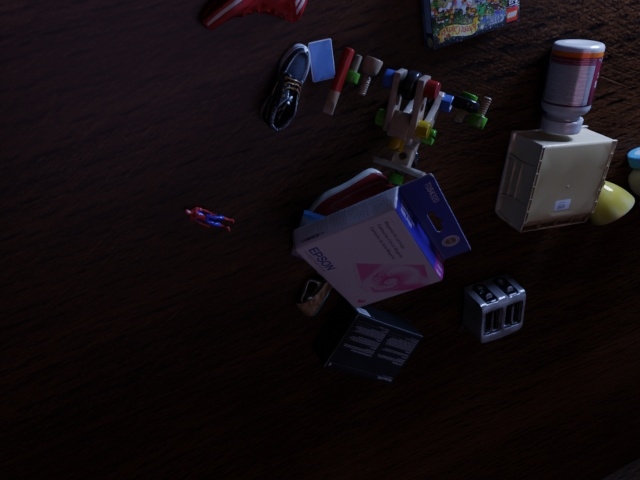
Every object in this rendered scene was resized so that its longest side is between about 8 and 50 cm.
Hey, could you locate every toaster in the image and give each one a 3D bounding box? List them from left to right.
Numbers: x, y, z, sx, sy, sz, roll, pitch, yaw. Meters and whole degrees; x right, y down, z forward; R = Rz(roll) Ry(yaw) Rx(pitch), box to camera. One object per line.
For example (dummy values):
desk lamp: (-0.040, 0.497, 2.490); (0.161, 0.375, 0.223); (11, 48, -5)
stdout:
toaster: (0.537, 0.218, 1.629); (0.168, 0.110, 0.185); (-15, 122, -15)

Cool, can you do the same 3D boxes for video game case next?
video game case: (0.000, 0.000, 1.257); (0.119, 0.015, 0.166); (17, 141, -2)

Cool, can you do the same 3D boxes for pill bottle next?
pill bottle: (0.639, -0.392, 1.333); (0.121, 0.121, 0.221); (-11, 121, -18)

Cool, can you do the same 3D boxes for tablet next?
tablet: (0.003, -0.389, 1.124); (0.054, 0.006, 0.083); (-18, 122, -14)

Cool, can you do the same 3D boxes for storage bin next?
storage bin: (0.655, -0.173, 1.461); (0.262, 0.123, 0.260); (-8, 120, -20)

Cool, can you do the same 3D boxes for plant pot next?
plant pot: (0.868, -0.126, 1.588); (0.134, 0.134, 0.095); (-43, 101, 3)

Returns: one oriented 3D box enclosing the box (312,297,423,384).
box: (0.137, 0.293, 1.499); (0.261, 0.103, 0.184); (24, 102, -32)

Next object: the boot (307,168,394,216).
boot: (0.079, -0.062, 1.234); (0.244, 0.176, 0.088); (-35, 127, -1)

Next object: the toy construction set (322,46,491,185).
toy construction set: (0.153, -0.249, 1.132); (0.309, 0.257, 0.237); (20, 105, -7)

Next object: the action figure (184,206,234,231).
action figure: (-0.255, -0.050, 1.184); (0.115, 0.030, 0.038); (18, 113, -29)

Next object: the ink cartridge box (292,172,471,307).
ink cartridge box: (0.157, 0.022, 1.199); (0.330, 0.071, 0.324); (-21, 140, 20)

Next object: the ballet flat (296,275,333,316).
ballet flat: (0.005, 0.108, 1.362); (0.067, 0.073, 0.206); (31, 98, -19)

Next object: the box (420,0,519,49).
box: (0.336, -0.543, 1.163); (0.233, 0.044, 0.159); (-22, 123, -11)

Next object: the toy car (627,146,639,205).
toy car: (1.110, -0.224, 1.600); (0.238, 0.210, 0.219); (-38, 114, -16)

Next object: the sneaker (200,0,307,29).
sneaker: (-0.112, -0.446, 0.996); (0.221, 0.087, 0.128); (-32, 135, 10)

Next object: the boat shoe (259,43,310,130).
boat shoe: (-0.063, -0.317, 1.087); (0.065, 0.083, 0.183); (18, 108, -31)
